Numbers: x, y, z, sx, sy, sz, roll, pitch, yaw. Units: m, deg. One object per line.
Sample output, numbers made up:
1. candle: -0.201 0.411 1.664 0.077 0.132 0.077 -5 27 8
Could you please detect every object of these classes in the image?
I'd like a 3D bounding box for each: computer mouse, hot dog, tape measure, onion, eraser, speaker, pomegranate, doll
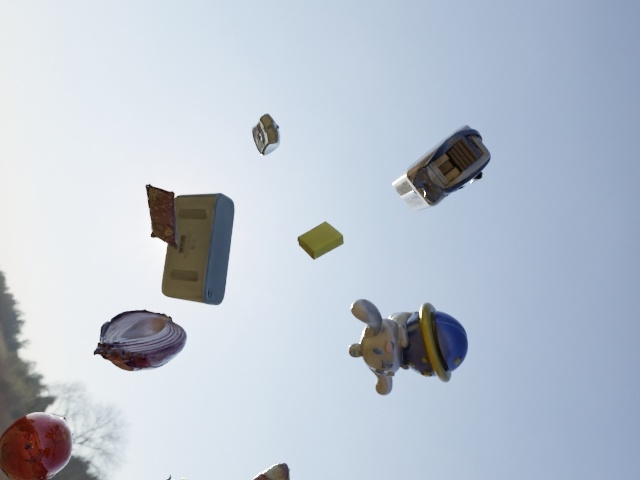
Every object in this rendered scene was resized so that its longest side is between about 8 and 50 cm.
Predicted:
1. computer mouse: -0.136 -0.284 1.432 0.089 0.056 0.181 65 -17 -2
2. hot dog: -0.184 0.780 1.640 0.123 0.261 0.093 21 -59 45
3. tape measure: 0.301 -0.169 1.270 0.133 0.231 0.271 52 0 2
4. onion: -0.534 0.305 1.549 0.227 0.283 0.120 22 -72 25
5. eraser: 0.000 0.000 1.766 0.097 0.122 0.045 40 -30 37
6. speaker: -0.449 0.028 1.992 0.184 0.183 0.406 3 -98 16
7. pomegranate: -0.868 0.631 1.669 0.235 0.210 0.210 -52 133 -84
8. doll: 0.185 0.199 1.181 0.242 0.160 0.311 -9 -46 31

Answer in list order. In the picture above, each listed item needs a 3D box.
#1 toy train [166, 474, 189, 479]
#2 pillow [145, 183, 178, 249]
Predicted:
1. toy train: -0.339 0.697 1.349 0.272 0.188 0.159 64 38 -70
2. pillow: -0.466 -0.073 1.606 0.118 0.043 0.185 17 -64 25
